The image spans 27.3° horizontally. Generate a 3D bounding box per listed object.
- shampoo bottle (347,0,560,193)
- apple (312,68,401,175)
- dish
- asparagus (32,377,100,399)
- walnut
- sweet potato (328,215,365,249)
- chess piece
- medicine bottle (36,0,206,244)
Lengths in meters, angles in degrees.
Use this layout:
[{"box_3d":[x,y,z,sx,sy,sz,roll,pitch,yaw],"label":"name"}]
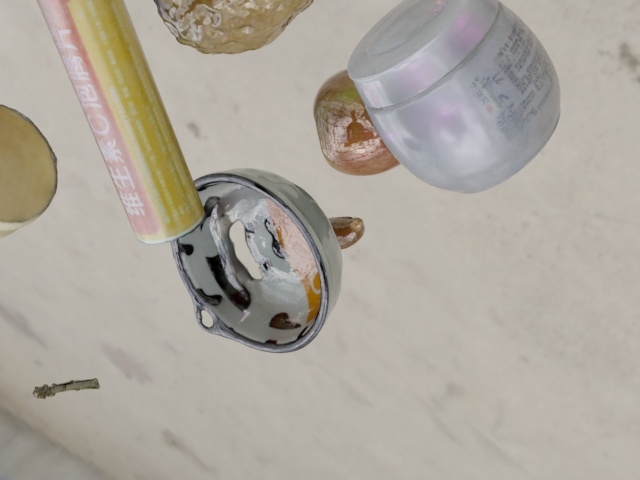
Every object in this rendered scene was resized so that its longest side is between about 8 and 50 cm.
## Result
[{"box_3d":[0.198,-0.230,1.948,0.266,0.273,0.273,48,156,-21],"label":"shampoo bottle"},{"box_3d":[0.082,-0.205,2.250,0.173,0.188,0.188,-9,132,16],"label":"apple"},{"box_3d":[-0.073,0.012,1.831,0.303,0.120,0.303,21,127,30],"label":"dish"},{"box_3d":[-0.231,0.134,1.208,0.016,0.013,0.166,26,-179,11],"label":"asparagus"},{"box_3d":[-0.071,-0.249,1.160,0.155,0.155,0.184,48,145,-9],"label":"walnut"},{"box_3d":[0.000,0.000,1.965,0.056,0.056,0.195,50,137,-13],"label":"sweet potato"},{"box_3d":[-0.396,-0.002,1.242,0.397,0.117,0.117,-27,108,44],"label":"chess piece"},{"box_3d":[-0.240,-0.195,1.508,0.108,0.108,0.426,15,133,47],"label":"medicine bottle"}]
